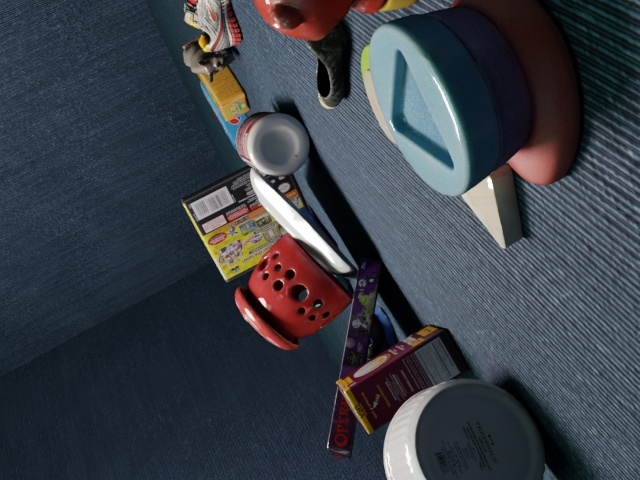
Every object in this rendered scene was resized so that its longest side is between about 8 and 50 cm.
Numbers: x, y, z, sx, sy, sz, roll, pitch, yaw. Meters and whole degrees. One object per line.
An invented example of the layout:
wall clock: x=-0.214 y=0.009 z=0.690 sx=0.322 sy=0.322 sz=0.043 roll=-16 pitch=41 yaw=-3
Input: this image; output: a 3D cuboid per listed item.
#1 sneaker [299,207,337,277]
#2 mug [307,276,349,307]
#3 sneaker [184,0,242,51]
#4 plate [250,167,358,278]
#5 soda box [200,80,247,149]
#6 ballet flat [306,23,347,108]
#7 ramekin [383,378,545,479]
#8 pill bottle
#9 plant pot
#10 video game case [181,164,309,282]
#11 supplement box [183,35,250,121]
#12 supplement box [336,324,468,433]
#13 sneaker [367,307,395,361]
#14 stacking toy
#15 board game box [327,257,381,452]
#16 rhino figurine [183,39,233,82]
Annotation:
sneaker: x=0.000 y=0.000 z=1.588 sx=0.082 sy=0.069 sz=0.209 roll=-46 pitch=59 yaw=47
mug: x=0.020 y=0.116 z=1.685 sx=0.129 sy=0.097 sz=0.158 roll=65 pitch=170 yaw=-23
sneaker: x=-0.226 y=-0.461 z=1.264 sx=0.088 sy=0.093 sz=0.225 roll=55 pitch=169 yaw=38
plate: x=-0.029 y=-0.017 z=1.331 sx=0.278 sy=0.045 sz=0.277 roll=46 pitch=-177 yaw=11
soda box: x=-0.266 y=-0.374 z=1.868 sx=0.210 sy=0.071 sz=0.067 roll=60 pitch=171 yaw=4
ballet flat: x=0.003 y=-0.220 z=0.832 sx=0.057 sy=0.049 sz=0.173 roll=60 pitch=172 yaw=16
ramekin: x=0.194 y=0.282 z=0.855 sx=0.207 sy=0.207 sz=0.109 roll=58 pitch=162 yaw=21
pill bottle: x=-0.105 y=-0.199 z=1.310 sx=0.121 sy=0.121 sz=0.221 roll=64 pitch=171 yaw=-18
plant pot: x=-0.057 y=0.109 z=1.283 sx=0.191 sy=0.174 sz=0.191 roll=43 pitch=-177 yaw=-3
video game case: x=-0.172 y=-0.059 z=1.637 sx=0.248 sy=0.275 sz=0.035 roll=65 pitch=173 yaw=-26
supplement box: x=-0.276 y=-0.432 z=1.719 sx=0.233 sy=0.080 sz=0.078 roll=56 pitch=172 yaw=21
supplement box: x=0.129 y=0.221 z=1.052 sx=0.081 sy=0.188 sz=0.104 roll=59 pitch=173 yaw=0
sneaker: x=0.126 y=0.247 z=1.498 sx=0.081 sy=0.090 sz=0.232 roll=53 pitch=168 yaw=45
stacking toy: x=0.058 y=-0.121 z=0.556 sx=0.309 sy=0.130 sz=0.279 roll=56 pitch=170 yaw=33
board game box: x=0.066 y=0.229 z=1.230 sx=0.208 sy=0.056 sz=0.346 roll=74 pitch=-155 yaw=-66
rhino figurine: x=-0.262 y=-0.430 z=1.535 sx=0.243 sy=0.106 sz=0.073 roll=49 pitch=166 yaw=56
